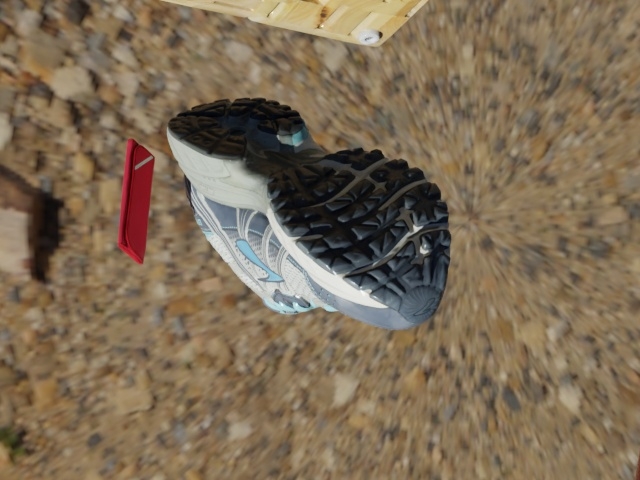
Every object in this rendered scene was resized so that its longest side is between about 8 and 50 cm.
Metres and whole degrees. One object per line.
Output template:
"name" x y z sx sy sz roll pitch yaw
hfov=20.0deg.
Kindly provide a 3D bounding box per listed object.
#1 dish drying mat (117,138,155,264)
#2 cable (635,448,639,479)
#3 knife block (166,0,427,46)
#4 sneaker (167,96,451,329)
"dish drying mat" -0.126 -0.027 1.248 0.008 0.032 0.083 -10 60 22
"cable" 0.163 0.039 0.797 0.072 0.139 0.287 -24 44 26
"knife block" -0.058 -0.261 1.121 0.276 0.088 0.242 9 61 -30
"sneaker" 0.000 0.000 1.228 0.110 0.283 0.122 -21 124 -22
